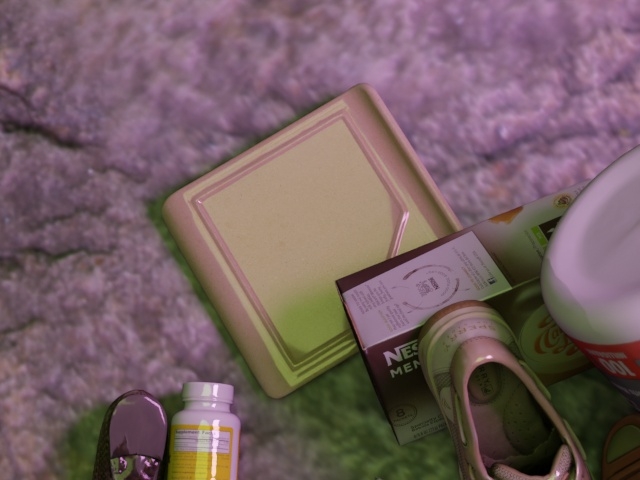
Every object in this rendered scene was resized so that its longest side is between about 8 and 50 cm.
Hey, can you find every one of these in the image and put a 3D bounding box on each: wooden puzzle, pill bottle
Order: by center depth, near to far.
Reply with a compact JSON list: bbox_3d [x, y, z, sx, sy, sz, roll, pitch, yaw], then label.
[{"bbox_3d":[0.357,0.096,1.161,0.210,0.210,0.363,-48,115,-6],"label":"pill bottle"},{"bbox_3d":[-0.106,0.189,1.333,0.065,0.065,0.116,3,78,4],"label":"pill bottle"},{"bbox_3d":[0.000,0.000,1.381,0.239,0.044,0.221,-32,79,1],"label":"wooden puzzle"}]

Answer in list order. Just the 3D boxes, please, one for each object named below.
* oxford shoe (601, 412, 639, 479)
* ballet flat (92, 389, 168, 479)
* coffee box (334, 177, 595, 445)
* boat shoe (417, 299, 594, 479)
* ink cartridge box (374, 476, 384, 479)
[{"bbox_3d":[0.372,0.327,1.264,0.146,0.140,0.397,-14,74,-28],"label":"oxford shoe"},{"bbox_3d":[-0.186,0.260,1.334,0.084,0.058,0.250,9,84,-17],"label":"ballet flat"},{"bbox_3d":[0.153,0.064,1.291,0.246,0.141,0.098,-21,41,-2],"label":"coffee box"},{"bbox_3d":[0.172,0.191,1.229,0.109,0.098,0.302,-26,117,-1],"label":"boat shoe"},{"bbox_3d":[0.080,0.352,1.298,0.206,0.045,0.208,32,81,9],"label":"ink cartridge box"}]
